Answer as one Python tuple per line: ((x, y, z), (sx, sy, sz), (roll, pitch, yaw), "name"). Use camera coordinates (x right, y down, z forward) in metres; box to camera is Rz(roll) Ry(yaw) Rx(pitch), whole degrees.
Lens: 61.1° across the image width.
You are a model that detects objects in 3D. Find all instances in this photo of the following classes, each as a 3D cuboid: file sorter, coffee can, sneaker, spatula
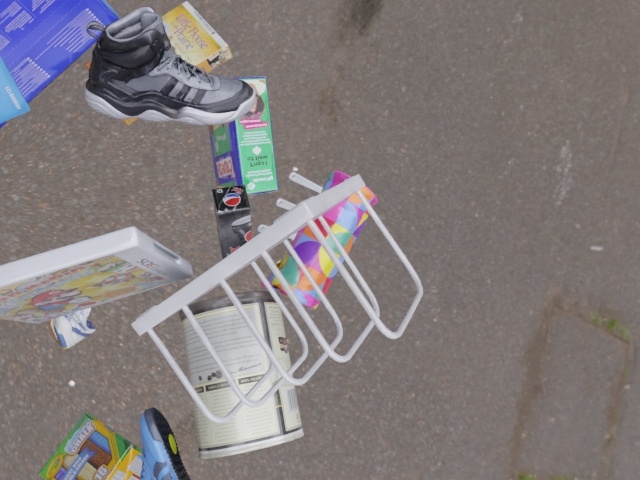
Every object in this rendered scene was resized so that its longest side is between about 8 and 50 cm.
((-0.043, 0.076, 0.670), (0.173, 0.277, 0.193), (57, 25, -1), "file sorter")
((-0.155, 0.256, 1.051), (0.201, 0.201, 0.276), (-1, 72, -35), "coffee can")
((-0.248, 0.356, 0.821), (0.082, 0.069, 0.209), (-16, 106, -5), "sneaker")
((-0.039, -0.058, 1.148), (0.168, 0.019, 0.242), (-57, 158, 9), "spatula")
((-0.792, 0.198, 1.693), (0.131, 0.112, 0.297), (-28, 137, -36), "sneaker")
((-0.223, -0.267, 0.839), (0.268, 0.101, 0.153), (-3, 136, -21), "sneaker")

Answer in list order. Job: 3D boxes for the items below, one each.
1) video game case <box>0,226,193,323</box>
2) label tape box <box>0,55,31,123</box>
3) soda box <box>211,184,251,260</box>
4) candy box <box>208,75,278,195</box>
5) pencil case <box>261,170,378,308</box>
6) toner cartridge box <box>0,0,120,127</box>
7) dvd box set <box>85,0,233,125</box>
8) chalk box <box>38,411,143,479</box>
((-0.289, 0.050, 0.645), (0.226, 0.206, 0.026), (-16, 77, -1), "video game case")
((-0.604, -0.208, 0.694), (0.333, 0.105, 0.241), (-40, 131, -32), "label tape box")
((-0.154, -0.025, 0.962), (0.060, 0.169, 0.053), (-9, 60, -11), "soda box")
((-0.236, -0.296, 1.579), (0.122, 0.268, 0.317), (-12, 102, -25), "candy box")
((0.000, 0.000, 0.908), (0.104, 0.104, 0.236), (34, 86, -32), "pencil case")
((-0.582, -0.389, 1.056), (0.348, 0.075, 0.165), (-40, 139, 2), "toner cartridge box")
((-0.544, -0.601, 1.816), (0.420, 0.308, 0.062), (-35, 152, -7), "dvd box set")
((-0.561, 0.577, 1.382), (0.179, 0.288, 0.180), (-56, 137, -25), "chalk box")
